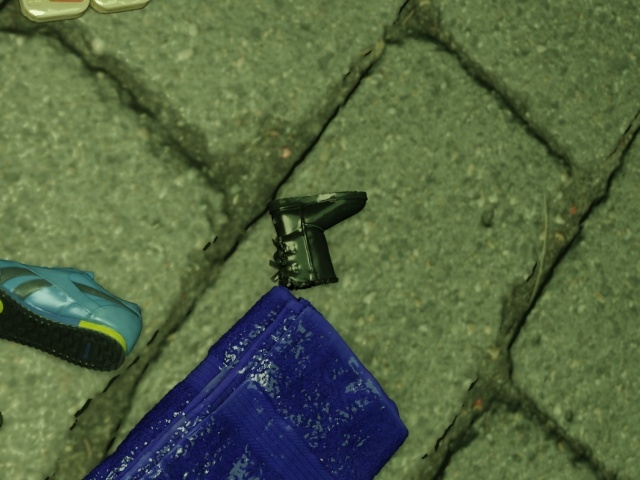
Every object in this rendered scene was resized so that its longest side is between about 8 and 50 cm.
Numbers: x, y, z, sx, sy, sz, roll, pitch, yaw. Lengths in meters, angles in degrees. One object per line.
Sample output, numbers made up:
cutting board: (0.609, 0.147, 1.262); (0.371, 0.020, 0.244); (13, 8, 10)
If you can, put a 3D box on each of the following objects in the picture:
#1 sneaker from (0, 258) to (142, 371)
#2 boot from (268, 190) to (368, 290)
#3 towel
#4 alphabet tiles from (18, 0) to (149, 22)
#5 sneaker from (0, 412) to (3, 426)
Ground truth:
sneaker: (-0.274, 0.054, 1.015); (0.209, 0.069, 0.082); (23, 40, -10)
boot: (0.000, 0.000, 1.144); (0.121, 0.045, 0.099); (-8, 83, -17)
towel: (-0.065, 0.223, 1.063); (0.308, 0.076, 0.227); (-45, 99, -23)
alphabet tiles: (-0.275, -0.373, 1.098); (0.278, 0.021, 0.284); (-14, 87, -25)
sneaker: (-0.347, 0.155, 0.970); (0.109, 0.044, 0.040); (24, 71, -20)
